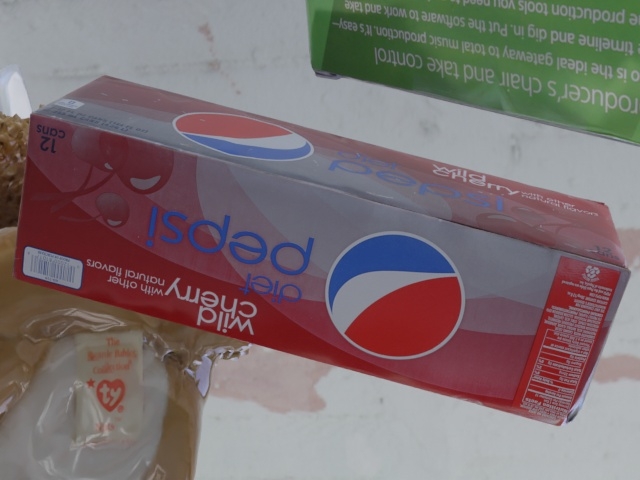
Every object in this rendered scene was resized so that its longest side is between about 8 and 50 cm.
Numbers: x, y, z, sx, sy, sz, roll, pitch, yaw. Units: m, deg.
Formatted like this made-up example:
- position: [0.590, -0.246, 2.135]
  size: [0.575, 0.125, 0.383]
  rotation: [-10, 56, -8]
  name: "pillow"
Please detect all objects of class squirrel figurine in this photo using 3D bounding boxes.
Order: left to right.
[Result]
- position: [-0.259, 0.083, 0.747]
  size: [0.370, 0.397, 0.281]
  rotation: [-2, -55, 38]
  name: "squirrel figurine"

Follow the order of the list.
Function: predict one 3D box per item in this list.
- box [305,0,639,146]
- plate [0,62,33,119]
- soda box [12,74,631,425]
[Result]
- position: [0.073, -0.195, 0.305]
  size: [0.232, 0.058, 0.322]
  rotation: [24, -54, 46]
  name: "box"
- position: [-0.428, -0.033, 1.167]
  size: [0.277, 0.278, 0.045]
  rotation: [-32, -24, 26]
  name: "plate"
- position: [0.000, 0.000, 0.460]
  size: [0.263, 0.092, 0.083]
  rotation: [15, -69, 4]
  name: "soda box"
